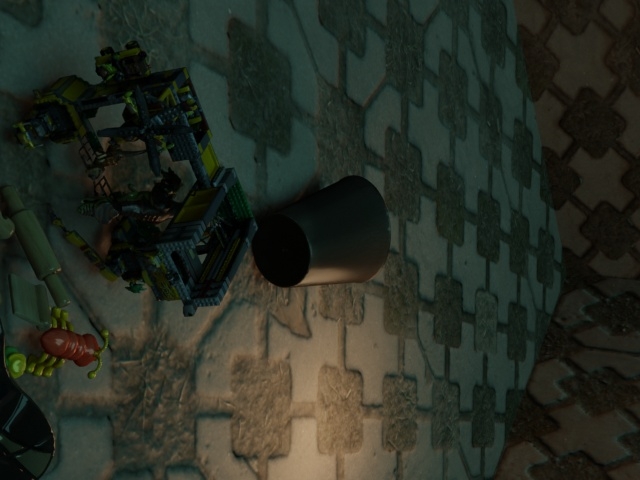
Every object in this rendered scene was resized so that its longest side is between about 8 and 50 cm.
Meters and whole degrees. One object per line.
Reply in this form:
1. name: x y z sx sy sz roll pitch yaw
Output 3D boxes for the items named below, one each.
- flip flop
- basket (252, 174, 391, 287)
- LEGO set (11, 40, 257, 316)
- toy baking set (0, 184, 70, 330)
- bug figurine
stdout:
1. flip flop: -0.370 0.144 0.854 0.112 0.080 0.277 -42 124 -36
2. basket: 0.000 0.000 1.440 0.227 0.154 0.204 -17 110 -52
3. LEGO set: -0.227 -0.046 0.978 0.192 0.254 0.331 -70 155 -52
4. toy baking set: -0.356 -0.021 0.880 0.256 0.030 0.197 61 6 16
5. bug figurine: -0.359 0.210 0.967 0.216 0.072 0.279 26 72 -55
